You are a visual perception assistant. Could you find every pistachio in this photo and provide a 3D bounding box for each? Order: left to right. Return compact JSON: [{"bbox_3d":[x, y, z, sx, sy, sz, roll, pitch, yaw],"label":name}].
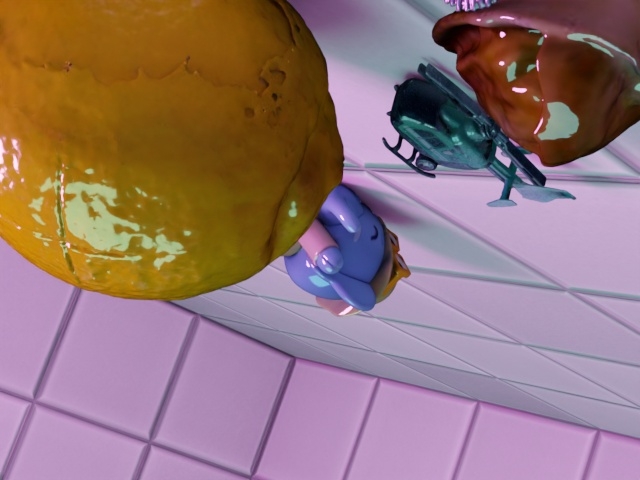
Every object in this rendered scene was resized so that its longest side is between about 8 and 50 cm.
[{"bbox_3d":[0.149,-0.112,0.782,0.165,0.130,0.210,13,-170,-7],"label":"pistachio"}]

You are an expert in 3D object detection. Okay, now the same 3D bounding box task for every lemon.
[{"bbox_3d":[-0.136,-0.094,0.975,0.297,0.297,0.297,19,169,4],"label":"lemon"}]

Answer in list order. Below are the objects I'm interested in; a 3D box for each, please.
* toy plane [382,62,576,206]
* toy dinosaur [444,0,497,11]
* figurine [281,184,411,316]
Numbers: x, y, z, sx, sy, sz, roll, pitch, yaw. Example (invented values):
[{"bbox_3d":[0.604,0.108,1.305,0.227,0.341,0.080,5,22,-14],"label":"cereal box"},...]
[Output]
[{"bbox_3d":[0.134,-0.088,1.130,0.096,0.060,0.235,-9,148,42],"label":"toy plane"},{"bbox_3d":[0.091,-0.171,0.708,0.197,0.080,0.045,9,167,46],"label":"toy dinosaur"},{"bbox_3d":[-0.003,0.002,1.573,0.262,0.153,0.180,25,180,-44],"label":"figurine"}]
